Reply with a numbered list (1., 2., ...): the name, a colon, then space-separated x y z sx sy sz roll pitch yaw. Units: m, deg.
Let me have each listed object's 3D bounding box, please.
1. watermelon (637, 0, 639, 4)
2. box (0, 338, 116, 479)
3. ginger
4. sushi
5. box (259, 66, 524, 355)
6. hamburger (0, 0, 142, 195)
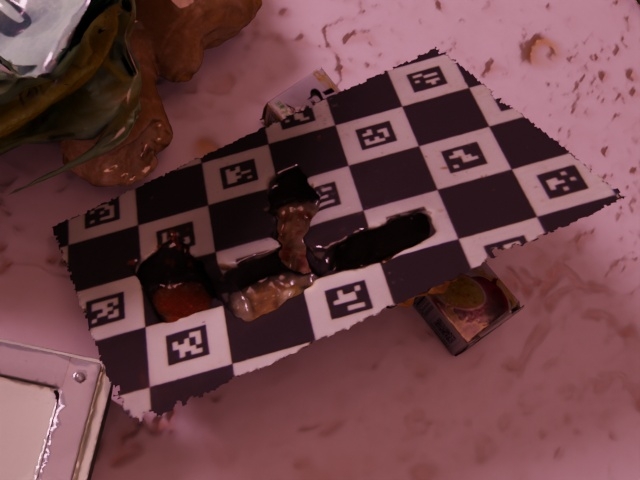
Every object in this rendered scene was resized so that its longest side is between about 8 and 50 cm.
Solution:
1. watermelon: 0.288 -0.214 0.791 0.105 0.062 0.105 6 72 -19
2. box: -0.193 0.163 0.519 0.129 0.086 0.225 13 65 -7
3. ginger: -0.129 -0.196 0.685 0.148 0.081 0.334 -20 70 4
4. sushi: 0.000 0.000 0.595 0.279 0.043 0.192 -26 43 -11
5. box: 0.044 -0.020 0.670 0.050 0.041 0.207 -36 79 -18
6. hamburger: -0.191 -0.111 0.574 0.276 0.150 0.260 21 65 36
